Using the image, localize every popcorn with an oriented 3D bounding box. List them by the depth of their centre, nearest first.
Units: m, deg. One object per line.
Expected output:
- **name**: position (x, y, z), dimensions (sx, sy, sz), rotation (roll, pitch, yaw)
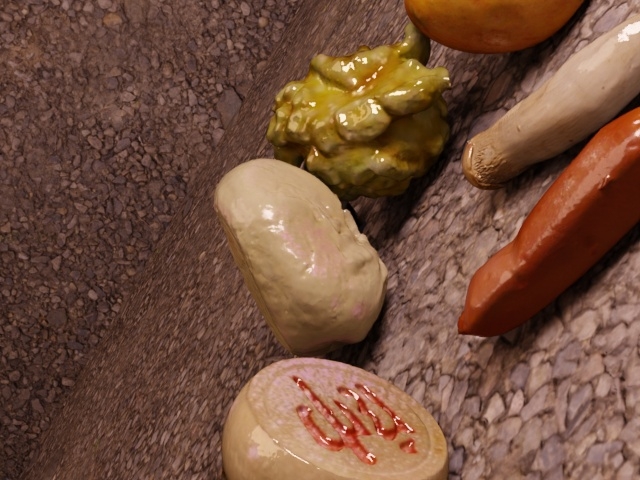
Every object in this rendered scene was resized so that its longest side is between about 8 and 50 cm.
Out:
- **popcorn**: position (0.080, -0.197, 1.550), dimensions (0.336, 0.279, 0.274), rotation (0, 51, 20)

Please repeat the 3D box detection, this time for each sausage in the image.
- **sausage**: position (0.279, -0.006, 1.035), dimensions (0.348, 0.094, 0.097), rotation (-53, 7, 27)

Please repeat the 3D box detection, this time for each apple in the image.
- **apple**: position (0.281, -0.430, 1.394), dimensions (0.299, 0.275, 0.298), rotation (-163, 90, -78)

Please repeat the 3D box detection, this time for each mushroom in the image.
- **mushroom**: position (0.319, -0.178, 1.184), dimensions (0.351, 0.095, 0.122), rotation (-38, 11, 46)

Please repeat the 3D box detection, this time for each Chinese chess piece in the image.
- **Chinese chess piece**: position (0.017, 0.251, 1.070), dimensions (0.270, 0.270, 0.112), rotation (-107, 32, -65)

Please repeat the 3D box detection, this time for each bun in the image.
- **bun**: position (-0.024, 0.027, 1.481), dimensions (0.213, 0.361, 0.361), rotation (-27, 17, -8)

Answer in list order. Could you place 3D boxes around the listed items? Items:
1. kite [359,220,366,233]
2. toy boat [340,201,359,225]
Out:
- **kite**: position (0.000, 0.000, 1.704), dimensions (0.010, 0.183, 0.160), rotation (-22, -48, -58)
- **toy boat**: position (-0.026, 0.006, 1.777), dimensions (0.262, 0.115, 0.114), rotation (-52, 21, 25)
